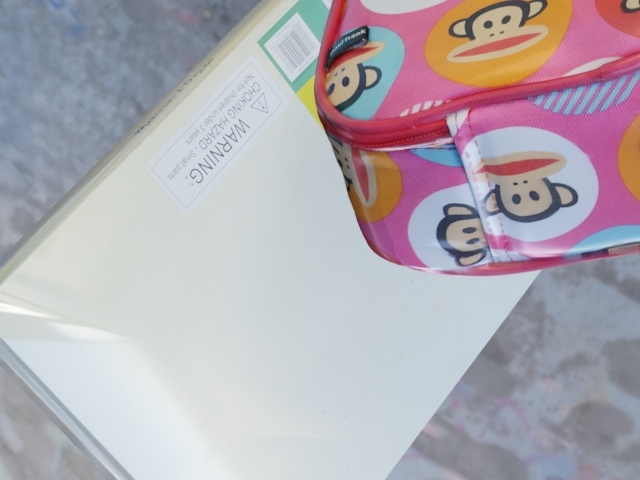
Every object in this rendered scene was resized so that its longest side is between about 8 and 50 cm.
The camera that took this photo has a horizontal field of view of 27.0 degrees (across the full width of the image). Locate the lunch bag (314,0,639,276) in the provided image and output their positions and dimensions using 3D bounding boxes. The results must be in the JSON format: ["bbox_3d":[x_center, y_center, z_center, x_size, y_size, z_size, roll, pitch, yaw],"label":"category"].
[{"bbox_3d":[0.152,-0.113,0.627,0.293,0.258,0.120,-9,129,17],"label":"lunch bag"}]

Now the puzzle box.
[{"bbox_3d":[0.000,0.000,0.863,0.272,0.409,0.052,52,152,-19],"label":"puzzle box"}]
